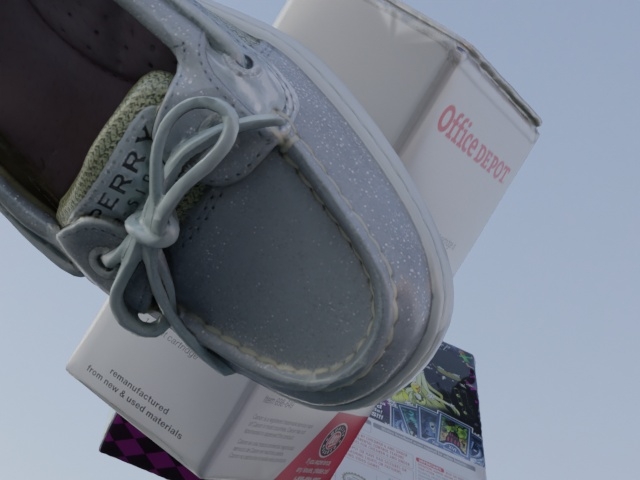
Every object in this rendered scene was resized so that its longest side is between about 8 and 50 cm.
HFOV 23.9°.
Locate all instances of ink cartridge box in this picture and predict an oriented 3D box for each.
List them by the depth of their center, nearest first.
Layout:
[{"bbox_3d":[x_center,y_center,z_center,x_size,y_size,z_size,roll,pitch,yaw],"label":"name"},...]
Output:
[{"bbox_3d":[0.000,0.000,0.717,0.092,0.218,0.158,34,3,23],"label":"ink cartridge box"}]

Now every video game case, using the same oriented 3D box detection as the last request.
[{"bbox_3d":[-0.008,0.096,0.921,0.232,0.210,0.042,24,-62,-12],"label":"video game case"}]

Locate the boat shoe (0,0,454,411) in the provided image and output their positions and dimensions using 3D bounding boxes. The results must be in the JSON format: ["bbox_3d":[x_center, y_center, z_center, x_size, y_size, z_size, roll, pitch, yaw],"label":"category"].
[{"bbox_3d":[-0.092,-0.055,0.531,0.320,0.103,0.118,46,-64,7],"label":"boat shoe"}]
